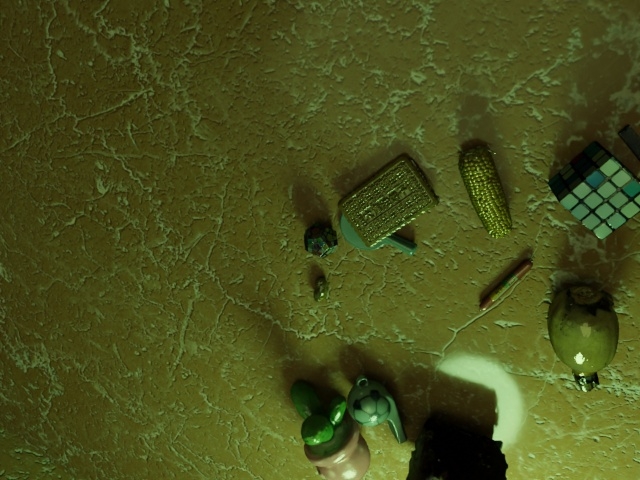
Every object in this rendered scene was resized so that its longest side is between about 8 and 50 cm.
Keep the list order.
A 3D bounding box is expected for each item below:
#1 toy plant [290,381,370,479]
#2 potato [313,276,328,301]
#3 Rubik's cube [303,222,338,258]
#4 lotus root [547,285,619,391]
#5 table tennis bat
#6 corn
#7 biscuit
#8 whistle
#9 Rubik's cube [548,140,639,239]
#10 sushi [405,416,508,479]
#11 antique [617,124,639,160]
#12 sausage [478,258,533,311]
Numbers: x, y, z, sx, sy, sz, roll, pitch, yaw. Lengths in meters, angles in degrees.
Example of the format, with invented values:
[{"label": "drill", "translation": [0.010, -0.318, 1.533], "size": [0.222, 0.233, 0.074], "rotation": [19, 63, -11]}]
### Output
[{"label": "toy plant", "translation": [0.034, 0.680, 1.667], "size": [0.210, 0.317, 0.356], "rotation": [-25, 109, -3]}, {"label": "potato", "translation": [0.002, 0.159, 1.558], "size": [0.046, 0.045, 0.092], "rotation": [29, 122, 41]}, {"label": "Rubik's cube", "translation": [0.000, 0.000, 1.458], "size": [0.111, 0.111, 0.093], "rotation": [-44, 71, 27]}, {"label": "lotus root", "translation": [0.729, 0.278, 1.350], "size": [0.182, 0.183, 0.310], "rotation": [-7, 113, 17]}, {"label": "table tennis bat", "translation": [0.172, -0.024, 1.435], "size": [0.244, 0.040, 0.153], "rotation": [27, 115, 5]}, {"label": "corn", "translation": [0.441, -0.126, 1.289], "size": [0.091, 0.091, 0.260], "rotation": [-3, 120, 55]}, {"label": "biscuit", "translation": [0.190, -0.108, 1.375], "size": [0.254, 0.029, 0.172], "rotation": [-35, 93, 21]}, {"label": "whistle", "translation": [0.178, 0.578, 1.645], "size": [0.163, 0.163, 0.290], "rotation": [-13, 109, 19]}, {"label": "Rubik's cube", "translation": [0.686, -0.124, 1.194], "size": [0.155, 0.151, 0.154], "rotation": [38, 119, -6]}, {"label": "sushi", "translation": [0.439, 0.767, 1.593], "size": [0.294, 0.300, 0.281], "rotation": [13, 144, 11]}, {"label": "antique", "translation": [0.807, -0.205, 1.200], "size": [0.031, 0.015, 0.192], "rotation": [-39, 99, 27]}, {"label": "sausage", "translation": [0.539, 0.134, 1.416], "size": [0.029, 0.029, 0.223], "rotation": [35, 117, -3]}]
